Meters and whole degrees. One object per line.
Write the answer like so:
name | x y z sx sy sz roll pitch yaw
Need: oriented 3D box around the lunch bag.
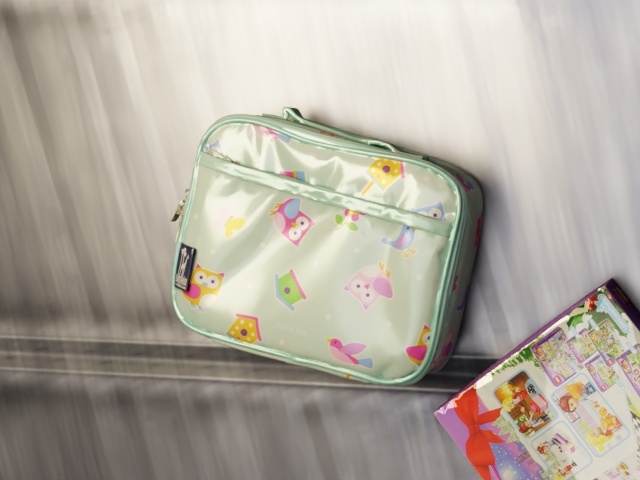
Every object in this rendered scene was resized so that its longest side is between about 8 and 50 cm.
lunch bag | 0.000 0.000 1.548 0.279 0.108 0.224 15 101 16

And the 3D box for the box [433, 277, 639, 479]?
box | 0.268 0.209 1.510 0.201 0.057 0.293 -38 84 18
